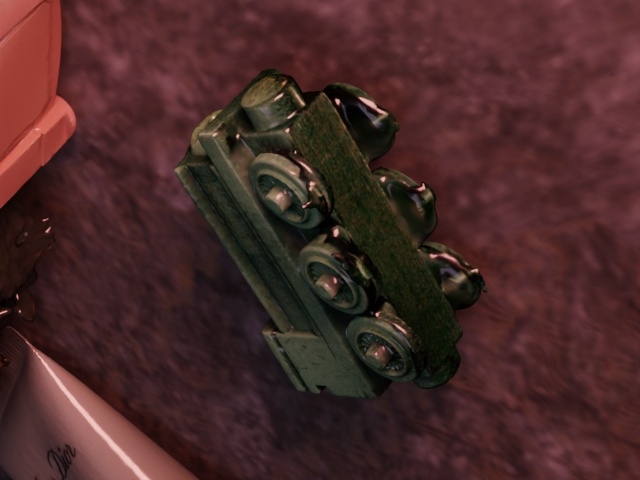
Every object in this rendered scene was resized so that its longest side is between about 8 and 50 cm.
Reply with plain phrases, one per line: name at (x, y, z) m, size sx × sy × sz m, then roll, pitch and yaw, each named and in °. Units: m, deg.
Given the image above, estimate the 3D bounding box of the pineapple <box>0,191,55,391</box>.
pineapple at (-0.235, 0.045, 0.855) m, size 0.158 × 0.158 × 0.278 m, roll 39°, pitch 131°, yaw -5°

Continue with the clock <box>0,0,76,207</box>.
clock at (-0.202, -0.104, 0.708) m, size 0.162 × 0.092 × 0.166 m, roll 28°, pitch 141°, yaw 13°

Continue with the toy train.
toy train at (0.000, 0.000, 0.688) m, size 0.111 × 0.071 × 0.170 m, roll -2°, pitch 129°, yaw 46°

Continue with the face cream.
face cream at (-0.093, 0.187, 0.945) m, size 0.314 × 0.089 × 0.143 m, roll 41°, pitch 141°, yaw 10°
